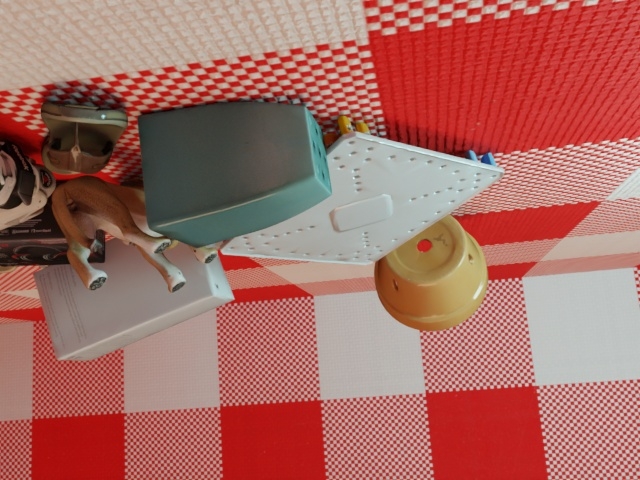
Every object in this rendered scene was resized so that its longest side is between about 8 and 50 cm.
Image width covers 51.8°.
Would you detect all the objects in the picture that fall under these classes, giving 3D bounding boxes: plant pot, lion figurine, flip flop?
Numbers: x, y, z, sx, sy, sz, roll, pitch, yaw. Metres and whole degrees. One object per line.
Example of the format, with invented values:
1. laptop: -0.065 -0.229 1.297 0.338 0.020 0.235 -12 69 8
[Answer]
1. plant pot: 0.263 0.054 1.629 0.290 0.291 0.203 -7 152 12
2. lion figurine: -0.315 -0.037 1.053 0.142 0.240 0.392 -43 165 1
3. flip flop: -0.341 -0.126 0.927 0.112 0.080 0.277 3 168 -28
4. plant pot: -0.111 -0.101 0.949 0.234 0.166 0.165 -10 168 11

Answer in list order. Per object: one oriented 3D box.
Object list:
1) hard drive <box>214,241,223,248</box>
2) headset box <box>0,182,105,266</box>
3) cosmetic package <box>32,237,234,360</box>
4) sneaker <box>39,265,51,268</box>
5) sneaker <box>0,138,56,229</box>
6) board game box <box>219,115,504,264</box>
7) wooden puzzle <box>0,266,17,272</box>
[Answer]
1. hard drive: -0.399 0.058 1.773 0.202 0.040 0.307 -14 171 -31
2. headset box: -0.554 -0.028 1.268 0.217 0.110 0.293 -2 169 -7
3. cosmetic package: -0.415 0.104 1.482 0.384 0.217 0.156 -21 167 4
4. sneaker: -0.654 0.030 1.572 0.120 0.100 0.262 1 167 -3
5. sneaker: -0.473 -0.099 0.975 0.146 0.123 0.330 -15 173 -23
6. board game box: 0.070 -0.068 1.204 0.389 0.050 0.390 5 150 -40
7. wooden puzzle: -0.848 0.027 1.379 0.321 0.081 0.348 -3 160 -8
